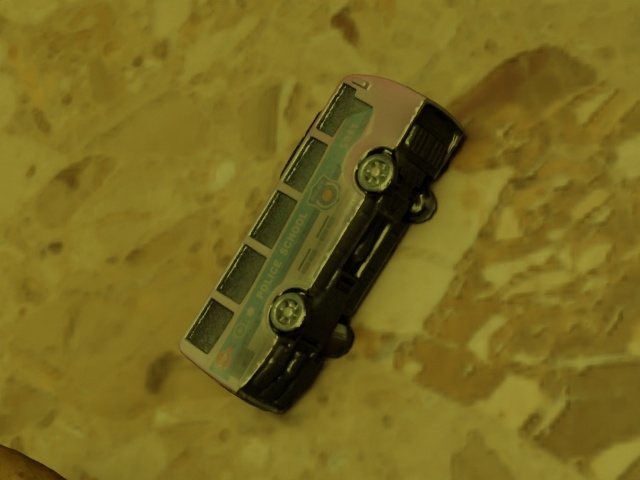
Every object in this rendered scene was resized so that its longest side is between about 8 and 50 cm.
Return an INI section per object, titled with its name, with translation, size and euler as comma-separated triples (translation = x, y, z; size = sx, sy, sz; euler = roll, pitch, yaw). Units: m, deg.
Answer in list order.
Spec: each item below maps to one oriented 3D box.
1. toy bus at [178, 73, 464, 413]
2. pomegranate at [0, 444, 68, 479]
[toy bus]
translation = 0.000, 0.000, 0.673
size = 0.052, 0.037, 0.130
euler = 31, 89, 38
[pomegranate]
translation = -0.127, 0.166, 0.592
size = 0.196, 0.196, 0.196
euler = -10, 67, 25
